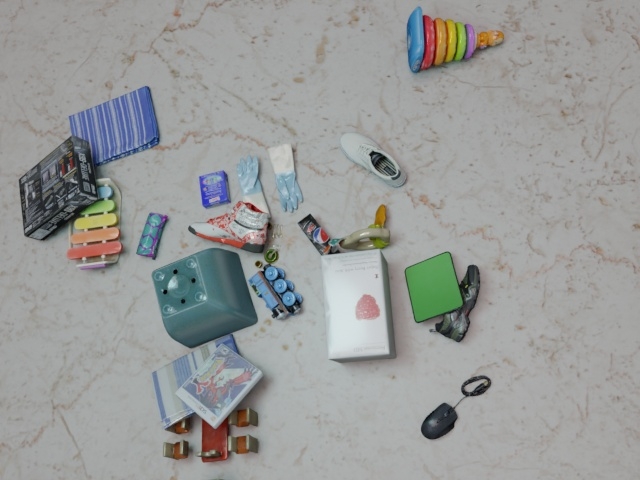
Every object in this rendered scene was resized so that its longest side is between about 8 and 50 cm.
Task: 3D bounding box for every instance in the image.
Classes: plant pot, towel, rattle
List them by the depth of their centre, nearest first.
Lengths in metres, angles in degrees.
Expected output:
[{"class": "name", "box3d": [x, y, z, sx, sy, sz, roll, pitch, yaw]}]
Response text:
[{"class": "rattle", "box3d": [0.104, -0.038, 1.815, 0.199, 0.130, 0.143, -5, 84, 1]}, {"class": "towel", "box3d": [-0.364, 0.418, 1.816, 0.285, 0.034, 0.209, -26, 47, -5]}, {"class": "plant pot", "box3d": [-0.371, 0.161, 1.823, 0.247, 0.252, 0.247, -22, 72, 8]}, {"class": "towel", "box3d": [-0.745, -0.403, 2.177, 0.335, 0.040, 0.243, -18, 71, 9]}]

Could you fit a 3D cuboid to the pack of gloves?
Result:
[{"class": "pack of gloves", "box3d": [-0.165, -0.183, 1.985, 0.195, 0.046, 0.232, -13, 79, 3]}]

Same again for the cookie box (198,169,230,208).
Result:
[{"class": "cookie box", "box3d": [-0.351, -0.169, 2.016, 0.091, 0.040, 0.107, -13, 73, 10]}]

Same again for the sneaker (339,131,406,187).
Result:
[{"class": "sneaker", "box3d": [0.161, -0.267, 1.889, 0.258, 0.091, 0.094, 37, 86, 19]}]

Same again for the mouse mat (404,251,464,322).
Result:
[{"class": "mouse mat", "box3d": [0.323, 0.133, 1.742, 0.152, 0.007, 0.190, -24, 50, 23]}]

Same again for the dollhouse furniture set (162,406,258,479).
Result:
[{"class": "dollhouse furniture set", "box3d": [-0.309, 0.622, 1.772, 0.261, 0.135, 0.259, -9, 62, 11]}]

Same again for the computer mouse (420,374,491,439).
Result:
[{"class": "computer mouse", "box3d": [0.373, 0.458, 1.672, 0.242, 0.041, 0.071, -44, 69, -1]}]

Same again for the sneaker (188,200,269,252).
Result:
[{"class": "sneaker", "box3d": [-0.287, -0.061, 1.924, 0.270, 0.090, 0.145, 15, 96, 20]}]

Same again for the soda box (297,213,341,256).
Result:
[{"class": "soda box", "box3d": [0.000, 0.000, 1.875, 0.053, 0.060, 0.169, -37, 70, -1]}]

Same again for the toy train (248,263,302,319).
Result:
[{"class": "toy train", "box3d": [-0.136, 0.160, 1.860, 0.105, 0.080, 0.184, -40, 72, 11]}]

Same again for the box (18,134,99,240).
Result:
[{"class": "box", "box3d": [-0.903, -0.177, 2.079, 0.307, 0.076, 0.243, -31, 62, 23]}]

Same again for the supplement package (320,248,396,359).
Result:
[{"class": "supplement package", "box3d": [0.110, 0.192, 1.735, 0.177, 0.175, 0.293, -7, 74, 11]}]

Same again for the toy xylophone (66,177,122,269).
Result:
[{"class": "toy xylophone", "box3d": [-0.779, -0.046, 2.068, 0.236, 0.081, 0.323, -15, 72, 10]}]

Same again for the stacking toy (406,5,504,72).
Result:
[{"class": "stacking toy", "box3d": [0.427, -0.627, 1.907, 0.301, 0.175, 0.166, -2, 80, -1]}]

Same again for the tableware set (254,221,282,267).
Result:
[{"class": "tableware set", "box3d": [-0.179, 0.012, 1.935, 0.103, 0.024, 0.154, 4, 77, 15]}]

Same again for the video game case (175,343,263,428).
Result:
[{"class": "video game case", "box3d": [-0.294, 0.415, 1.754, 0.183, 0.023, 0.201, 26, 61, 36]}]

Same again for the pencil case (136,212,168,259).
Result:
[{"class": "pencil case", "box3d": [-0.558, -0.017, 2.015, 0.070, 0.064, 0.152, 8, 77, 32]}]

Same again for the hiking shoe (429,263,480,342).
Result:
[{"class": "hiking shoe", "box3d": [0.383, 0.167, 1.723, 0.114, 0.086, 0.227, 16, 79, 16]}]
